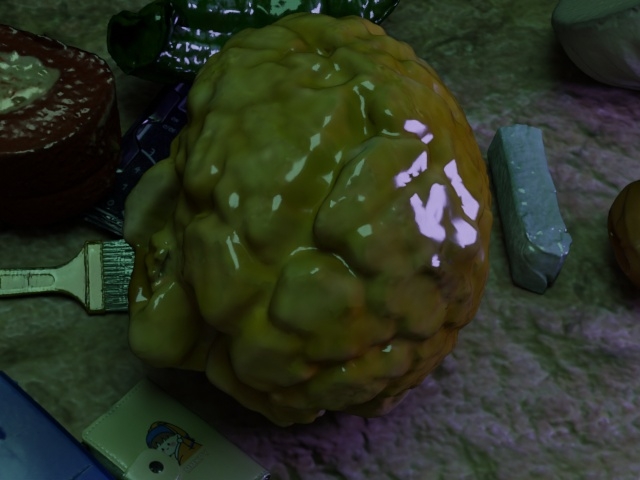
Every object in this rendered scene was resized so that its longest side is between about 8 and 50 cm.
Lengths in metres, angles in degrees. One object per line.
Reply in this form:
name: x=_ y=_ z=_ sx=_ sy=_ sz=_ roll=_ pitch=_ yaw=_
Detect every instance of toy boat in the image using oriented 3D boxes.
toy boat: x=-0.233 y=0.250 z=1.515 sx=0.295 sy=0.088 sz=0.129 roll=42 pitch=54 yaw=9

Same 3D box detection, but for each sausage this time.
sausage: x=0.426 y=-0.008 z=1.836 sx=0.241 sy=0.120 sz=0.136 roll=-8 pitch=67 yaw=-18

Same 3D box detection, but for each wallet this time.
wallet: x=-0.139 y=0.209 z=1.591 sx=0.155 sy=0.039 sz=0.110 roll=36 pitch=49 yaw=17

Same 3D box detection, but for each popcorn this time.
popcorn: x=0.011 y=-0.016 z=1.601 sx=0.344 sy=0.354 sz=0.390 roll=34 pitch=75 yaw=-32

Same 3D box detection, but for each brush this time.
brush: x=-0.282 y=0.039 z=1.712 sx=0.218 sy=0.010 sz=0.082 roll=-2 pitch=67 yaw=-11

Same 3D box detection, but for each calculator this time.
calculator: x=-0.135 y=-0.085 z=1.844 sx=0.166 sy=0.028 sz=0.274 roll=25 pitch=50 yaw=10

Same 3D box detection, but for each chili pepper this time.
chili pepper: x=-0.081 y=-0.289 z=1.920 sx=0.385 sy=0.167 sz=0.213 roll=-21 pitch=97 yaw=-42

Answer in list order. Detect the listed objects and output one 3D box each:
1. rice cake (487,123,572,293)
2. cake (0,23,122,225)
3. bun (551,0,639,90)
rice cake: x=0.226 y=-0.042 z=1.857 sx=0.063 sy=0.069 sz=0.206 roll=2 pitch=52 yaw=-10
cake: x=-0.344 y=-0.121 z=1.750 sx=0.283 sy=0.151 sz=0.177 roll=20 pitch=60 yaw=11
bun: x=0.416 y=-0.244 z=1.996 sx=0.263 sy=0.263 sz=0.175 roll=-41 pitch=110 yaw=-35
